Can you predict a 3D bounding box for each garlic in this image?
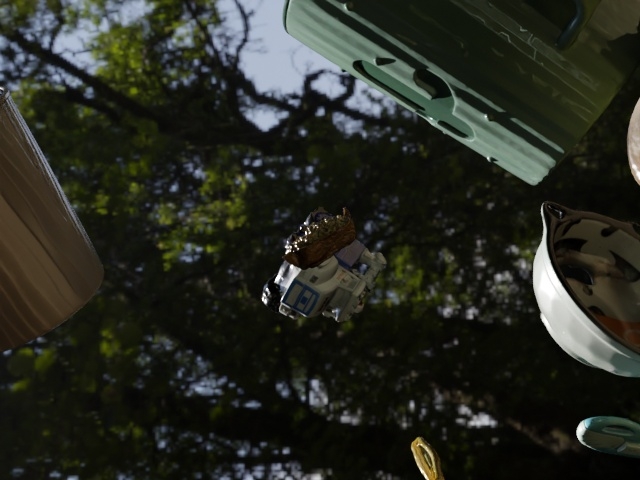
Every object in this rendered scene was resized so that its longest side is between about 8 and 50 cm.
[{"bbox_3d":[0.477,-0.141,1.230,0.101,0.087,0.196,126,150,-74],"label":"garlic"}]

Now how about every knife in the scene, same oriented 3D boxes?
[{"bbox_3d":[0.429,0.261,1.139,0.031,0.222,0.064,-94,22,-48],"label":"knife"}]

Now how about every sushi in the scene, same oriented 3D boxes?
[{"bbox_3d":[0.000,0.000,1.236,0.055,0.120,0.052,62,170,-24],"label":"sushi"}]

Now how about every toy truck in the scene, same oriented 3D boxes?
[{"bbox_3d":[0.012,0.063,1.630,0.161,0.177,0.213,-61,-6,34],"label":"toy truck"}]

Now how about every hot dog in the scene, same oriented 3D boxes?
[{"bbox_3d":[0.206,0.419,1.678,0.028,0.044,0.137,40,-173,-21],"label":"hot dog"}]

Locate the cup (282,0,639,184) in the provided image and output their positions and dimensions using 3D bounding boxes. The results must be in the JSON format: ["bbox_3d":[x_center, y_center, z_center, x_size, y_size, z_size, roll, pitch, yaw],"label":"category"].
[{"bbox_3d":[0.171,-0.276,1.034,0.310,0.392,0.401,-55,-6,17],"label":"cup"}]

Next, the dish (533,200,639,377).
[{"bbox_3d":[0.412,0.091,1.294,0.120,0.303,0.303,-57,10,39],"label":"dish"}]

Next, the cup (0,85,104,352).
[{"bbox_3d":[-0.400,-0.014,1.036,0.273,0.208,0.288,67,173,-26],"label":"cup"}]

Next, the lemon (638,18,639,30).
[{"bbox_3d":[0.475,-0.179,0.857,0.268,0.322,0.268,-57,-12,-18],"label":"lemon"}]
